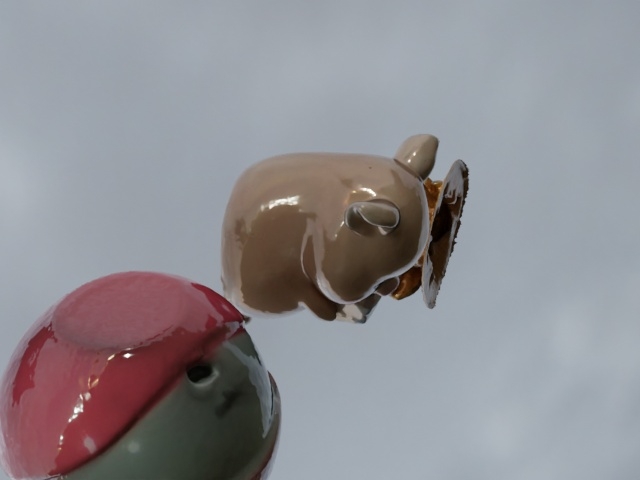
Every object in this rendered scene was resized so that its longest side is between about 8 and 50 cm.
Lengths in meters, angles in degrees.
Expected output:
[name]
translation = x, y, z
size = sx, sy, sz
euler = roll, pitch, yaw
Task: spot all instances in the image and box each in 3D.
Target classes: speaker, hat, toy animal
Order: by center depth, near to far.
[speaker]
translation = -0.174, 0.185, 1.368
size = 0.294, 0.294, 0.294
euler = -21, -54, -31
[toy animal]
translation = 0.004, 0.001, 1.572
size = 0.195, 0.256, 0.213
euler = -55, -41, -53
[hat]
translation = 0.067, -0.037, 1.894
size = 0.233, 0.233, 0.244
euler = 89, -161, -45
